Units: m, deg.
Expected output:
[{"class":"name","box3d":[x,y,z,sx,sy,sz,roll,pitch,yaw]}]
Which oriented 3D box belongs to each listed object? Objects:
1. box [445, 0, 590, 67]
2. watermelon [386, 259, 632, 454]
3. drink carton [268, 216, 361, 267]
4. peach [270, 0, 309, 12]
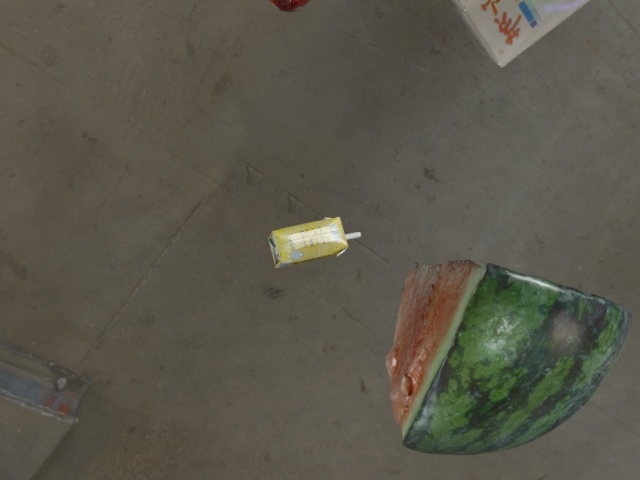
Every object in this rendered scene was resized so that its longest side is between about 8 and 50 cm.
[{"class":"box","box3d":[0.149,-0.288,0.435,0.149,0.067,0.233,-37,114,22]},{"class":"watermelon","box3d":[0.227,0.140,0.663,0.250,0.292,0.283,30,111,-2]},{"class":"drink carton","box3d":[0.000,0.000,1.040,0.200,0.074,0.084,-13,76,-17]},{"class":"peach","box3d":[-0.095,-0.629,1.217,0.092,0.127,0.172,-37,140,-10]}]
